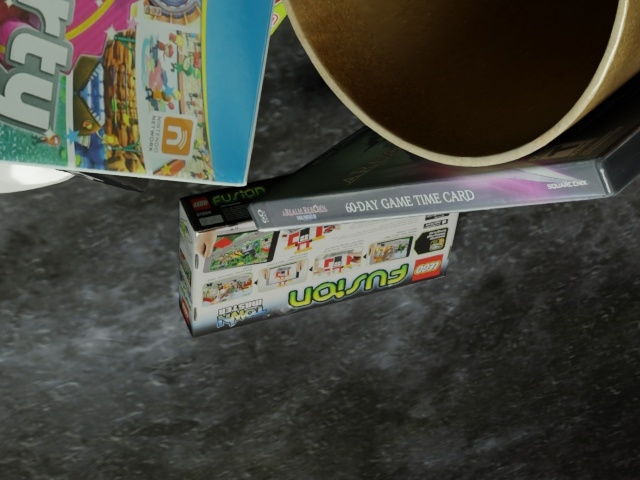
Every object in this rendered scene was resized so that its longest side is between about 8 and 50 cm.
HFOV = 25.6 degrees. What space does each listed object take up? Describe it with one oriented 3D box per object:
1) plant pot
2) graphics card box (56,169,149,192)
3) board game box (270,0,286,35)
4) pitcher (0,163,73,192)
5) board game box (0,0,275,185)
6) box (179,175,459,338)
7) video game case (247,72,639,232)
[{"bbox_3d":[0.140,-0.188,0.765,0.254,0.237,0.237,-24,146,-39],"label":"plant pot"},{"bbox_3d":[-0.195,-0.184,0.568,0.371,0.094,0.233,23,84,-43],"label":"graphics card box"},{"bbox_3d":[-0.089,-0.169,0.780,0.181,0.043,0.092,16,124,-41],"label":"board game box"},{"bbox_3d":[-0.245,-0.085,0.734,0.177,0.126,0.207,-19,152,24],"label":"pitcher"},{"bbox_3d":[-0.153,-0.145,0.488,0.303,0.097,0.224,4,98,-42],"label":"board game box"},{"bbox_3d":[0.000,0.000,1.027,0.207,0.036,0.114,-13,139,-18],"label":"box"},{"bbox_3d":[0.109,-0.066,0.821,0.196,0.274,0.026,-36,110,-36],"label":"video game case"}]
